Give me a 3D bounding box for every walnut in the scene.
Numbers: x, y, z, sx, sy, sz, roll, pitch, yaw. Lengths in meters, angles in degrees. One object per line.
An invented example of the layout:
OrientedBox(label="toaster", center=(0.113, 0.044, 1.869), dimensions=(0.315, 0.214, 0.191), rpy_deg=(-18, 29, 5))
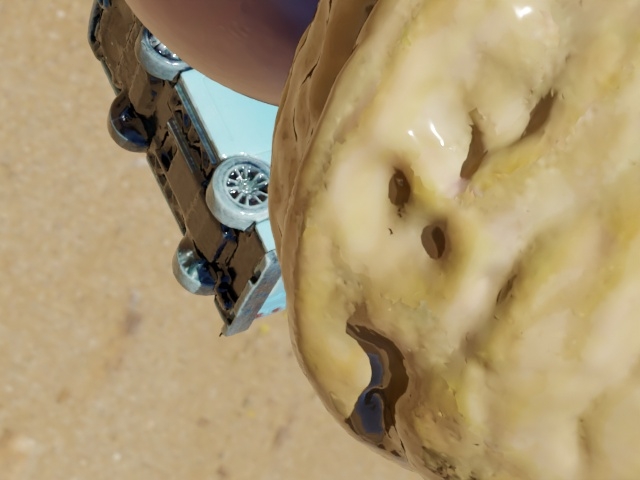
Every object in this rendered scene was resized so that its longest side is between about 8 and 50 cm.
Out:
OrientedBox(label="walnut", center=(0.080, -0.021, 0.469), dimensions=(0.213, 0.213, 0.213), rpy_deg=(-48, 150, -40))

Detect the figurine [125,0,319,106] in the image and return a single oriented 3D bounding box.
OrientedBox(label="figurine", center=(0.013, -0.169, 0.729), dimensions=(0.211, 0.269, 0.261), rpy_deg=(-82, -160, -43))

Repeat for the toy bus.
OrientedBox(label="toy bus", center=(-0.051, -0.088, 1.294), dimensions=(0.164, 0.271, 0.133), rpy_deg=(-17, 159, -27))
